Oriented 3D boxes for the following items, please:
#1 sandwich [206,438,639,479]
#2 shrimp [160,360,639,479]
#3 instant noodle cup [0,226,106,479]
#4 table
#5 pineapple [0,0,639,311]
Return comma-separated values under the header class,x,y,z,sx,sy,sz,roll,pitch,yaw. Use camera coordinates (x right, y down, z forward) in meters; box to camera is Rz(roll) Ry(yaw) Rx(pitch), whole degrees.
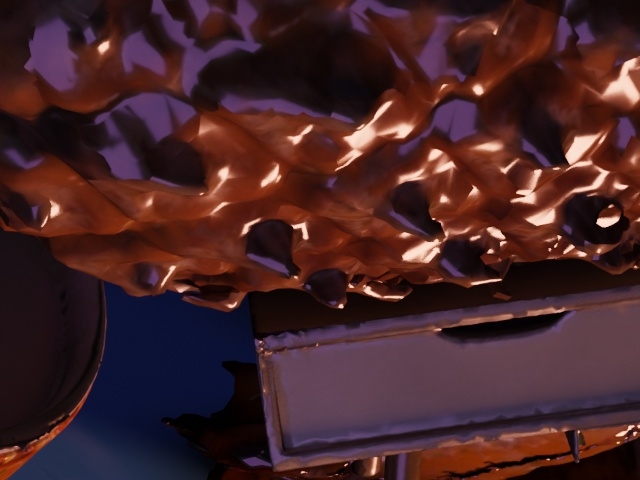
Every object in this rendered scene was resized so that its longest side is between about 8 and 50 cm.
class,x,y,z,sx,sy,sz,roll,pitch,yaw
sandwich,0.063,0.175,0.800,0.301,0.162,0.250,5,137,3
shrimp,0.000,0.000,0.660,0.290,0.054,0.222,31,128,-23
instant noodle cup,-0.185,0.033,0.660,0.213,0.213,0.174,36,127,-29
table,0.101,0.026,0.561,0.240,0.121,0.111,-8,118,-1
pineapple,0.097,-0.080,0.461,0.362,0.202,0.202,1,142,-7
